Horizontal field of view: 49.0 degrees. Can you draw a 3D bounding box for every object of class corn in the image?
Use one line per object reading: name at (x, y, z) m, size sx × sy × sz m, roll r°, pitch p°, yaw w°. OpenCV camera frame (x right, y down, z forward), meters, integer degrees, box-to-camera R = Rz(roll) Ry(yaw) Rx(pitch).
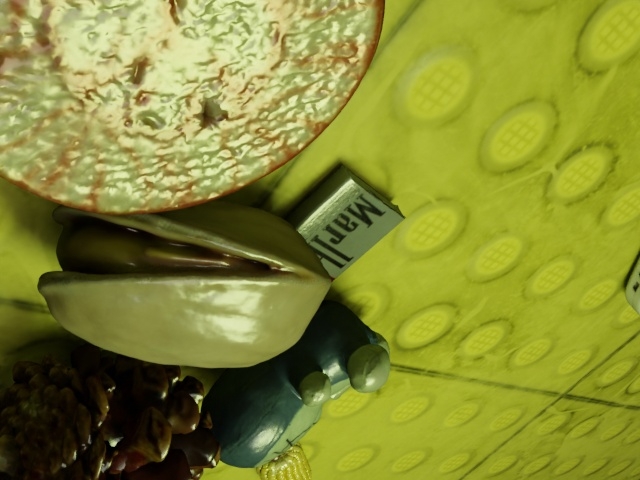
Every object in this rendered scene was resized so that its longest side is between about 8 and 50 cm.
corn at (-0.058, 0.390, 1.193) m, size 0.085 × 0.063 × 0.165 m, roll -45°, pitch 147°, yaw -18°

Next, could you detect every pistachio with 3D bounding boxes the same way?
pistachio at (-0.118, 0.039, 0.681) m, size 0.288 × 0.166 × 0.197 m, roll 10°, pitch 169°, yaw -38°

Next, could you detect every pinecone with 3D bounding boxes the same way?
pinecone at (-0.230, 0.230, 0.781) m, size 0.264 × 0.264 × 0.264 m, roll -16°, pitch 139°, yaw -14°

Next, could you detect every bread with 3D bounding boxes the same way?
bread at (-0.114, -0.162, 0.521) m, size 0.328 × 0.114 × 0.295 m, roll -23°, pitch 140°, yaw -8°

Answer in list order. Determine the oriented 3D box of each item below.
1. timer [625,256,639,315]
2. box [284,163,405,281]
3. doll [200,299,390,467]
timer at (0.659, 0.035, 1.201) m, size 0.262 × 0.087 × 0.237 m, roll -15°, pitch 139°, yaw -16°
box at (0.000, 0.000, 0.823) m, size 0.177 × 0.036 × 0.115 m, roll -41°, pitch 138°, yaw 15°
doll at (-0.038, 0.190, 0.903) m, size 0.258 × 0.154 × 0.228 m, roll -47°, pitch 179°, yaw 5°
